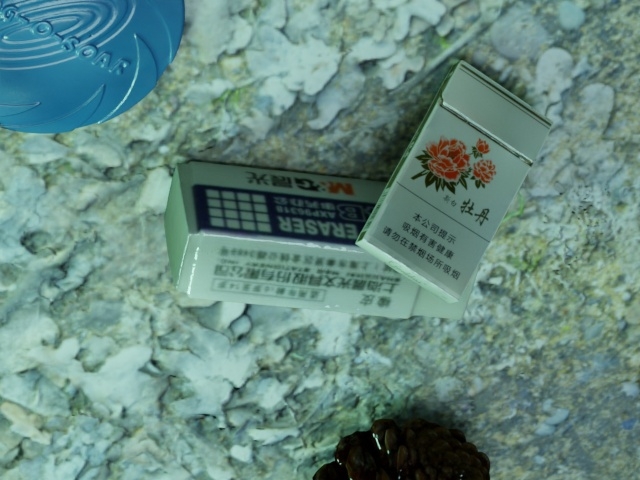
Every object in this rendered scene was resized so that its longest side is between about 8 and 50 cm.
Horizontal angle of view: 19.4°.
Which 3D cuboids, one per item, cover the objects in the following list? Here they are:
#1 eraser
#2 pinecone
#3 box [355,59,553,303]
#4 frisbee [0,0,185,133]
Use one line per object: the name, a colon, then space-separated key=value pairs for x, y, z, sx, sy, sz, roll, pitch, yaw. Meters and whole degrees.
eraser: x=0.000 y=0.000 z=1.752 sx=0.279 sy=0.124 sz=0.081 roll=6 pitch=124 yaw=-14
pinecone: x=0.080 y=0.295 z=1.936 sx=0.221 sy=0.221 sz=0.221 roll=-5 pitch=127 yaw=-6
box: x=0.123 y=-0.054 z=1.707 sx=0.109 sy=0.029 sz=0.198 roll=33 pitch=75 yaw=-13
frisbee: x=-0.237 y=-0.189 z=1.624 sx=0.242 sy=0.045 sz=0.242 roll=-4 pitch=126 yaw=-6
